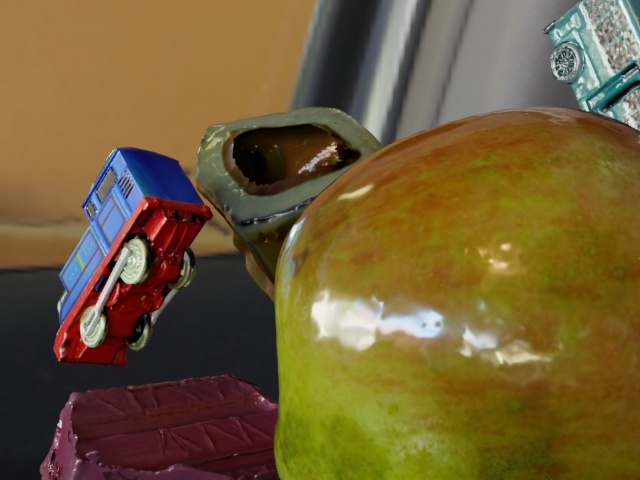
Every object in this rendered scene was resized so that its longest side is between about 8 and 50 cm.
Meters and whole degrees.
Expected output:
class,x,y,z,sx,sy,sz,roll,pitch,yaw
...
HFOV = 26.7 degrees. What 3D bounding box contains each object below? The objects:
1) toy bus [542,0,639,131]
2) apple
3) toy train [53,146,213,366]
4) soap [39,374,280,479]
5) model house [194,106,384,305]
class,x,y,z,sx,sy,sz,roll,pitch,yaw
toy bus,0.365,-0.157,1.487,0.128,0.256,0.147,-2,-27,-37
apple,0.120,0.080,0.896,0.340,0.339,0.339,4,2,0
toy train,-0.193,0.021,1.327,0.083,0.204,0.131,9,36,-43
soap,-0.118,0.191,1.127,0.250,0.099,0.162,0,30,-47
model house,0.001,-0.007,1.421,0.173,0.239,0.268,-32,34,-5
